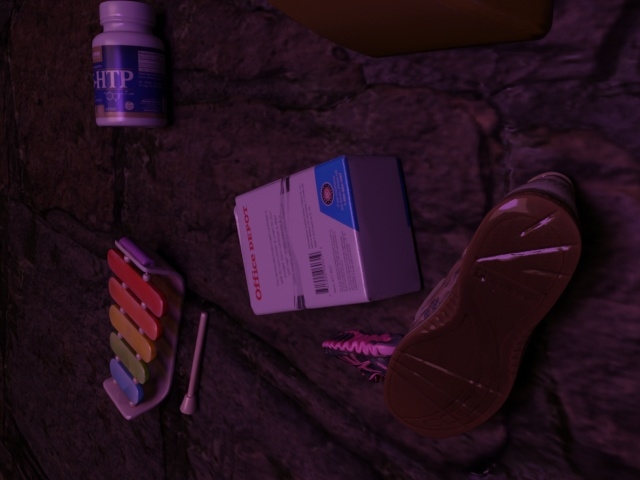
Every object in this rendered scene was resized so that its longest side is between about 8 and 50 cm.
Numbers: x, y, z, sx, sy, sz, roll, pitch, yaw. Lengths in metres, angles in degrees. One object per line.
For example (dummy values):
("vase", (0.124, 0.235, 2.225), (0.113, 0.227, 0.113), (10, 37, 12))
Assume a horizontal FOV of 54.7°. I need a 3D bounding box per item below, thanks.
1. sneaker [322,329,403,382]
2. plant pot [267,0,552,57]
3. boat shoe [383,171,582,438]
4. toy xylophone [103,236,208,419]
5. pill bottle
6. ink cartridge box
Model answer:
("sneaker", (0.049, 0.134, 0.699), (0.119, 0.047, 0.057), (-3, 105, 50))
("plant pot", (0.054, -0.277, 0.517), (0.212, 0.187, 0.212), (12, 105, 48))
("boat shoe", (0.146, 0.070, 0.555), (0.105, 0.089, 0.285), (33, 126, 11))
("toy xylophone", (-0.291, 0.160, 1.058), (0.236, 0.081, 0.322), (23, 113, 44))
("pill bottle", (-0.303, -0.275, 0.983), (0.112, 0.112, 0.186), (9, 103, 48))
("ink cartridge box", (0.000, 0.000, 0.697), (0.203, 0.086, 0.148), (-13, 86, 50))
